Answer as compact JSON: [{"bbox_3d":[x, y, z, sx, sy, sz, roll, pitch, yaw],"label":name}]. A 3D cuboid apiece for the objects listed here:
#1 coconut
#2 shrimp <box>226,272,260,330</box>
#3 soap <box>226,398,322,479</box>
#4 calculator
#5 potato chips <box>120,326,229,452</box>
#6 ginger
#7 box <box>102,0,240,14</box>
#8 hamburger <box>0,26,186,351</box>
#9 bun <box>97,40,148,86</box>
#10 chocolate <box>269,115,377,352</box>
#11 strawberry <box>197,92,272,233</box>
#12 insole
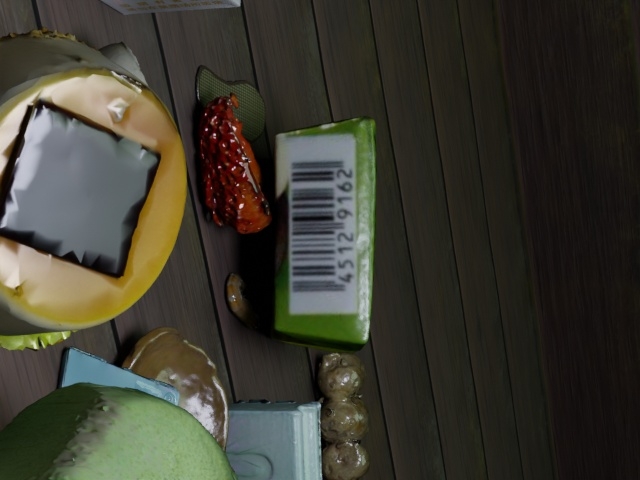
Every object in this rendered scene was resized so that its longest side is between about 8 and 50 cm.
[{"bbox_3d":[-0.220,0.296,1.646,0.281,0.328,0.328,19,64,-26],"label":"coconut"},{"bbox_3d":[-0.103,0.080,2.385,0.108,0.023,0.059,56,28,-58],"label":"shrimp"},{"bbox_3d":[-0.078,0.334,2.240,0.094,0.150,0.261,-4,93,-66],"label":"soap"},{"bbox_3d":[-0.219,0.165,1.953,0.172,0.018,0.057,27,59,-44],"label":"calculator"},{"bbox_3d":[-0.183,0.207,2.054,0.195,0.062,0.208,-28,102,-52],"label":"potato chips"},{"bbox_3d":[0.035,0.269,2.682,0.104,0.080,0.204,26,61,-75],"label":"ginger"},{"bbox_3d":[-0.195,-0.310,1.945,0.233,0.150,0.067,25,62,-69],"label":"box"},{"bbox_3d":[-0.263,-0.046,1.620,0.276,0.179,0.294,19,87,-46],"label":"hamburger"},{"bbox_3d":[-0.226,-0.140,1.935,0.138,0.094,0.138,60,-12,21],"label":"bun"},{"bbox_3d":[0.000,0.000,2.405,0.289,0.137,0.300,109,-17,-84],"label":"chocolate"},{"bbox_3d":[-0.119,-0.094,2.283,0.121,0.082,0.188,-98,168,-67],"label":"strawberry"},{"bbox_3d":[-0.117,-0.181,2.388,0.253,0.005,0.086,16,73,-70],"label":"insole"}]
